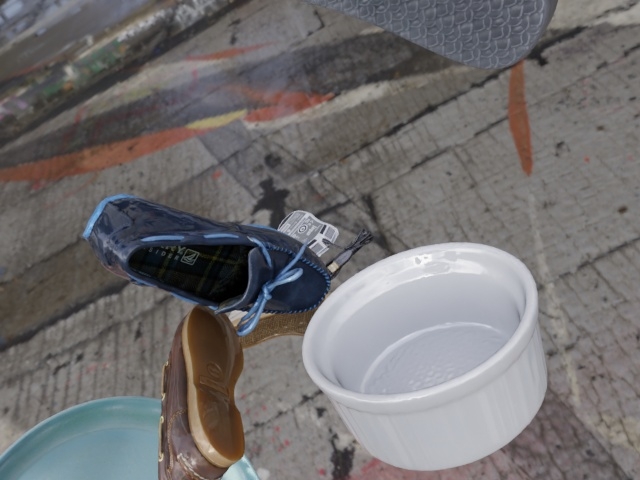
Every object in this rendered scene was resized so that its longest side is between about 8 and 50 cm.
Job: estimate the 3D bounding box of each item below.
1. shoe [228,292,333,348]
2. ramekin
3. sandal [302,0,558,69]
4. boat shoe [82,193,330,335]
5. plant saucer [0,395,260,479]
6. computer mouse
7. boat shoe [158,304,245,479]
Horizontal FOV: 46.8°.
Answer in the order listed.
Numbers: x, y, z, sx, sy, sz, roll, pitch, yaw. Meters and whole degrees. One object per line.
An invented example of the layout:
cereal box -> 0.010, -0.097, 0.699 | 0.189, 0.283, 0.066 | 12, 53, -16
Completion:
shoe -> -0.043, 0.112, 1.139 | 0.219, 0.076, 0.058 | -11, 30, 5
ramekin -> 0.129, 0.135, 0.873 | 0.277, 0.135, 0.277 | -19, 27, 10
sandal -> 0.015, -0.180, 0.428 | 0.255, 0.097, 0.054 | 32, 51, 5
boat shoe -> -0.088, 0.037, 0.674 | 0.089, 0.258, 0.109 | 41, 113, 47
plant saucer -> -0.190, 0.312, 0.709 | 0.044, 0.318, 0.317 | -31, 24, 52
computer mouse -> 0.000, 0.000, 1.260 | 0.106, 0.042, 0.193 | -49, 40, -10
boat shoe -> -0.115, 0.136, 0.669 | 0.073, 0.073, 0.207 | -43, 25, 18
